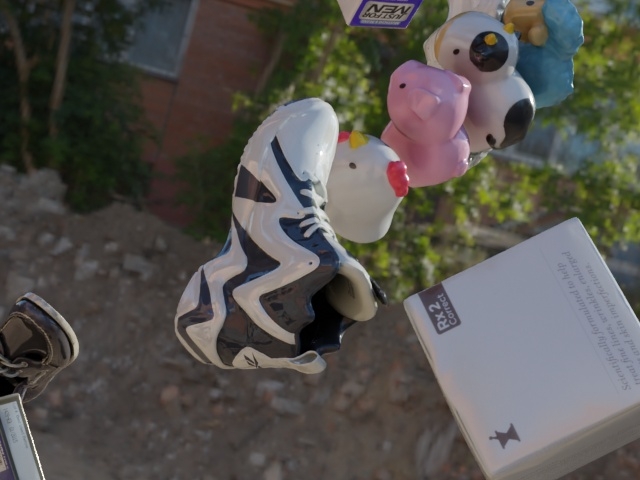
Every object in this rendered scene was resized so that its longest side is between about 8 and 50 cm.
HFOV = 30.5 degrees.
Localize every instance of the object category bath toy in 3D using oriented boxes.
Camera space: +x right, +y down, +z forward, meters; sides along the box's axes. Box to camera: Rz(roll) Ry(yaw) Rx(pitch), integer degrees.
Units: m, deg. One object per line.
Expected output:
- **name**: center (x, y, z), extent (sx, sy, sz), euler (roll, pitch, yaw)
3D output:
- **bath toy**: center (0.129, -0.132, 1.210), extent (0.151, 0.348, 0.129), euler (56, -28, -7)

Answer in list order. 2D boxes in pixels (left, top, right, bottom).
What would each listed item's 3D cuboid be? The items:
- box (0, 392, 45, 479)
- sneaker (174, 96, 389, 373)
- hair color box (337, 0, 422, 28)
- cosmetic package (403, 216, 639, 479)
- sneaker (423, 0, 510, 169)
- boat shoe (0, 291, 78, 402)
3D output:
- **box**: center (-0.337, 0.241, 1.169), extent (0.036, 0.136, 0.225), euler (-13, -9, -42)
- **sneaker**: center (0.000, 0.000, 0.908), extent (0.153, 0.235, 0.094), euler (13, -28, 31)
- **hair color box**: center (0.115, -0.465, 1.566), extent (0.110, 0.185, 0.339), euler (-2, -33, -29)
- **cosmetic package**: center (0.172, 0.103, 0.937), extent (0.151, 0.151, 0.184), euler (-26, -21, 2)
- **sneaker**: center (0.169, -0.195, 1.401), extent (0.115, 0.232, 0.090), euler (27, 19, 39)
- **boat shoe**: center (-0.285, 0.115, 1.121), extent (0.075, 0.065, 0.206), euler (41, -32, 1)
